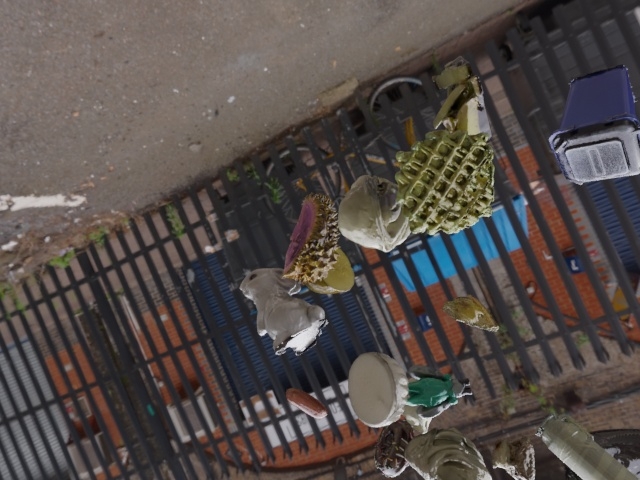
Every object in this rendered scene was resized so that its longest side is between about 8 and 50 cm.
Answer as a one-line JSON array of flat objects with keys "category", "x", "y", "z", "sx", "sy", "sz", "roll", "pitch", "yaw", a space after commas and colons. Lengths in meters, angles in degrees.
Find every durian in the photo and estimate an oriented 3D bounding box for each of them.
[{"category": "durian", "x": 0.000, "y": -0.001, "z": 1.471, "sx": 0.191, "sy": 0.340, "sz": 0.112, "roll": 25, "pitch": 159, "yaw": -22}]

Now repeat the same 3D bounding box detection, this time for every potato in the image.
[{"category": "potato", "x": 0.004, "y": 0.118, "z": 1.620, "sx": 0.158, "sy": 0.203, "sz": 0.178, "roll": -28, "pitch": -154, "yaw": 41}]

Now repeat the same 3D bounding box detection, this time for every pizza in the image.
[{"category": "pizza", "x": 0.622, "y": 0.288, "z": 1.762, "sx": 0.188, "sy": 0.204, "sz": 0.080, "roll": -3, "pitch": 122, "yaw": -30}]

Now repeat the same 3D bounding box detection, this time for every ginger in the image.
[{"category": "ginger", "x": 0.546, "y": -0.551, "z": 1.783, "sx": 0.212, "sy": 0.412, "sz": 0.358, "roll": -19, "pitch": 145, "yaw": 15}]

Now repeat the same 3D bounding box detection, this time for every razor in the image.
[{"category": "razor", "x": 1.027, "y": 0.784, "z": 1.537, "sx": 0.350, "sy": 0.204, "sz": 0.113, "roll": -1, "pitch": 167, "yaw": -12}]

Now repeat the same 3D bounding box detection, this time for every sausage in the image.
[{"category": "sausage", "x": -0.057, "y": 0.664, "z": 1.771, "sx": 0.077, "sy": 0.194, "sz": 0.077, "roll": -50, "pitch": -167, "yaw": 16}]

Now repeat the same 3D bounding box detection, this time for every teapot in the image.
[{"category": "teapot", "x": 0.615, "y": 0.487, "z": 1.001, "sx": 0.107, "sy": 0.200, "sz": 0.077, "roll": -19, "pitch": 133, "yaw": -30}]

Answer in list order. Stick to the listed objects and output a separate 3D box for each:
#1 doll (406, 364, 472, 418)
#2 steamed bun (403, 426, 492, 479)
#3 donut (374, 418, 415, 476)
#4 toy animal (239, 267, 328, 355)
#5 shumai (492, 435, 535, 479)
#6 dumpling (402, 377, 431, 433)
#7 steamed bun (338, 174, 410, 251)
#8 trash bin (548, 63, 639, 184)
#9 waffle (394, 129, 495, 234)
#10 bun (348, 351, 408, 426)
[{"category": "doll", "x": 0.444, "y": 0.601, "z": 1.685, "sx": 0.259, "sy": 0.194, "sz": 0.153, "roll": 14, "pitch": 161, "yaw": 21}, {"category": "steamed bun", "x": 0.482, "y": 0.812, "z": 1.591, "sx": 0.219, "sy": 0.310, "sz": 0.324, "roll": -51, "pitch": 163, "yaw": -15}, {"category": "donut", "x": 0.345, "y": 0.968, "z": 2.038, "sx": 0.269, "sy": 0.103, "sz": 0.269, "roll": -62, "pitch": -172, "yaw": 16}, {"category": "toy animal", "x": -0.142, "y": 0.232, "z": 1.578, "sx": 0.258, "sy": 0.357, "sz": 0.194, "roll": -38, "pitch": 148, "yaw": 7}, {"category": "shumai", "x": 0.573, "y": 0.652, "z": 1.289, "sx": 0.116, "sy": 0.145, "sz": 0.146, "roll": -3, "pitch": -176, "yaw": 19}, {"category": "dumpling", "x": 0.424, "y": 0.729, "z": 1.957, "sx": 0.132, "sy": 0.251, "sz": 0.179, "roll": -1, "pitch": -178, "yaw": -28}, {"category": "steamed bun", "x": 0.260, "y": -0.143, "z": 1.899, "sx": 0.247, "sy": 0.353, "sz": 0.338, "roll": 124, "pitch": -16, "yaw": -51}, {"category": "trash bin", "x": 0.625, "y": -0.258, "z": 0.951, "sx": 0.184, "sy": 0.162, "sz": 0.234, "roll": -6, "pitch": -131, "yaw": 42}, {"category": "waffle", "x": 0.368, "y": -0.164, "z": 1.268, "sx": 0.298, "sy": 0.316, "sz": 0.073, "roll": -11, "pitch": -165, "yaw": 5}, {"category": "bun", "x": 0.239, "y": 0.536, "z": 1.580, "sx": 0.175, "sy": 0.262, "sz": 0.263, "roll": 10, "pitch": 158, "yaw": -33}]
